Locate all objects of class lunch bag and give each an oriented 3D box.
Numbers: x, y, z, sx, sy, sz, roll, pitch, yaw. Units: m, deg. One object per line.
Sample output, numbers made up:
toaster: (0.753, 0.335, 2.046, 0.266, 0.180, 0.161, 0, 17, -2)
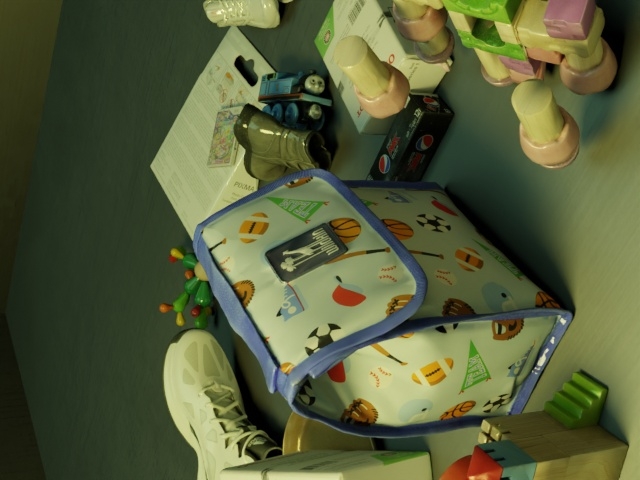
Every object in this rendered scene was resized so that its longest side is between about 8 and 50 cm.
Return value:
lunch bag: (0.062, 0.072, 1.163, 0.328, 0.385, 0.239, 52, 133, 47)

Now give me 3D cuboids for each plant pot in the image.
plant pot: (0.021, 0.375, 1.544, 0.236, 0.032, 0.236, -3, 86, 48)

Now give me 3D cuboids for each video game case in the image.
video game case: (-0.191, -0.207, 1.826, 0.087, 0.011, 0.122, 1, 78, 51)

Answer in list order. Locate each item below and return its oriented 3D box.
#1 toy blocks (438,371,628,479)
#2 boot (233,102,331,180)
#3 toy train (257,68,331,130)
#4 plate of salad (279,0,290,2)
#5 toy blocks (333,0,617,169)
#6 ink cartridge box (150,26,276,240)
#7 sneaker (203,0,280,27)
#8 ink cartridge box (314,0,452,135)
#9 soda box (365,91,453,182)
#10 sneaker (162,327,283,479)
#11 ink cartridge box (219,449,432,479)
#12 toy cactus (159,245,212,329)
toy blocks: (0.197, 0.355, 1.060, 0.191, 0.261, 0.381, 35, 120, 54)
boot: (-0.056, -0.145, 1.622, 0.083, 0.161, 0.246, -62, -16, -13)
toy train: (-0.050, -0.254, 1.646, 0.184, 0.080, 0.105, 10, 93, 59)
plate of salad: (-0.064, -0.546, 1.692, 0.200, 0.048, 0.200, -1, 89, 59)
toy blocks: (0.225, -0.254, 1.092, 0.288, 0.260, 0.309, 21, 84, 28)
ink cartridge box: (-0.198, -0.221, 1.922, 0.385, 0.091, 0.308, -56, 42, 19)
sneaker: (-0.160, -0.449, 1.777, 0.232, 0.115, 0.090, 20, 126, 61)
ink cartridge box: (0.090, -0.290, 1.392, 0.160, 0.092, 0.219, -58, 44, 43)
soda box: (0.131, -0.137, 1.359, 0.053, 0.060, 0.169, 59, 137, 38)
sneaker: (-0.154, 0.364, 1.783, 0.257, 0.169, 0.447, -28, 74, 46)
ink cartridge box: (0.007, 0.390, 1.385, 0.273, 0.198, 0.114, -13, 81, 45)
toy cactus: (-0.285, 0.084, 2.034, 0.180, 0.112, 0.219, -47, 43, 37)
